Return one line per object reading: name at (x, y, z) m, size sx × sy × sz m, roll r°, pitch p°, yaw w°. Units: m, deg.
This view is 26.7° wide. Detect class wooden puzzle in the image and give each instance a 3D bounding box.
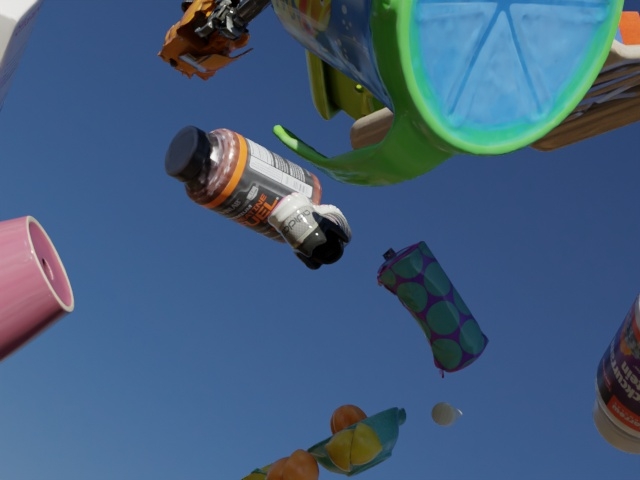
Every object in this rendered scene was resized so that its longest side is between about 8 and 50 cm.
wooden puzzle at (0.246, -0.166, 1.403) m, size 0.322 × 0.347 × 0.081 m, roll -19°, pitch -100°, yaw 42°

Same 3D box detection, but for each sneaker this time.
sneaker at (0.000, 0.000, 1.505) m, size 0.075 × 0.063 × 0.170 m, roll 53°, pitch 9°, yaw 20°

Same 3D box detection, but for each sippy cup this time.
sippy cup at (0.078, -0.205, 1.051) m, size 0.224 × 0.305 × 0.240 m, roll 28°, pitch -39°, yaw 47°

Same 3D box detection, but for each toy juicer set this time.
toy juicer set at (0.053, 0.246, 1.741) m, size 0.089 × 0.329 × 0.209 m, roll 64°, pitch -16°, yaw 13°

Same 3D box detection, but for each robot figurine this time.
robot figurine at (-0.065, -0.272, 1.419) m, size 0.085 × 0.211 × 0.291 m, roll 35°, pitch -22°, yaw -20°

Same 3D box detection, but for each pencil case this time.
pencil case at (0.124, 0.075, 1.507) m, size 0.152 × 0.070 × 0.064 m, roll 55°, pitch 3°, yaw -10°

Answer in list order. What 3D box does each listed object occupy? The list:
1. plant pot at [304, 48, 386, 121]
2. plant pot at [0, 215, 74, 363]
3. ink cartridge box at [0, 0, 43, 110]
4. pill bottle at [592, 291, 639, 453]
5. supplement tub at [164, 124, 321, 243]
plant pot at (0.101, -0.280, 1.837) m, size 0.207 × 0.227 × 0.228 m, roll 10°, pitch -56°, yaw 27°
plant pot at (-0.404, 0.064, 1.621) m, size 0.201 × 0.180 × 0.201 m, roll -24°, pitch 90°, yaw -90°
ink cartridge box at (-0.457, -0.227, 1.627) m, size 0.168 × 0.171 × 0.233 m, roll 25°, pitch -67°, yaw -8°
pill bottle at (0.318, 0.119, 1.253) m, size 0.108 × 0.108 × 0.193 m, roll 31°, pitch -34°, yaw 14°
supplement tub at (-0.102, -0.076, 1.731) m, size 0.198 × 0.106 × 0.106 m, roll 26°, pitch -15°, yaw -33°
